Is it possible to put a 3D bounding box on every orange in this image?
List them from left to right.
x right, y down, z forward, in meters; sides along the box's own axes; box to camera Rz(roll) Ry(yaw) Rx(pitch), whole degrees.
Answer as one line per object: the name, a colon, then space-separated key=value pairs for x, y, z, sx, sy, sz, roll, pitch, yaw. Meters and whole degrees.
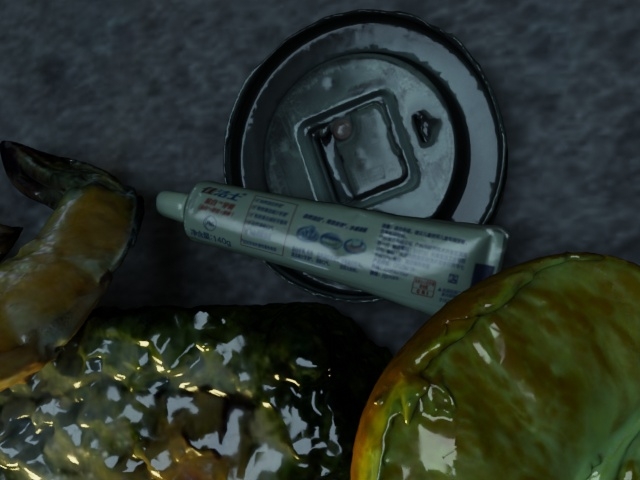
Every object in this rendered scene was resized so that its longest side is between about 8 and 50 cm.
orange: x=0.182 y=0.165 z=0.542 sx=0.334 sy=0.196 sz=0.263 roll=32 pitch=92 yaw=7

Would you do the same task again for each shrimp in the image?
shrimp: x=-0.302 y=-0.013 z=0.713 sx=0.272 sy=0.085 sz=0.445 roll=-31 pitch=37 yaw=-19

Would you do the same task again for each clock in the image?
clock: x=0.034 y=-0.064 z=0.693 sx=0.225 sy=0.049 sz=0.226 roll=-1 pitch=87 yaw=18

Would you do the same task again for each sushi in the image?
sushi: x=-0.112 y=0.192 z=0.661 sx=0.351 sy=0.178 sz=0.294 roll=-8 pitch=86 yaw=20

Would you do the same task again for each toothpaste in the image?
toothpaste: x=0.000 y=-0.001 z=0.653 sx=0.268 sy=0.047 sz=0.069 roll=13 pitch=73 yaw=17
